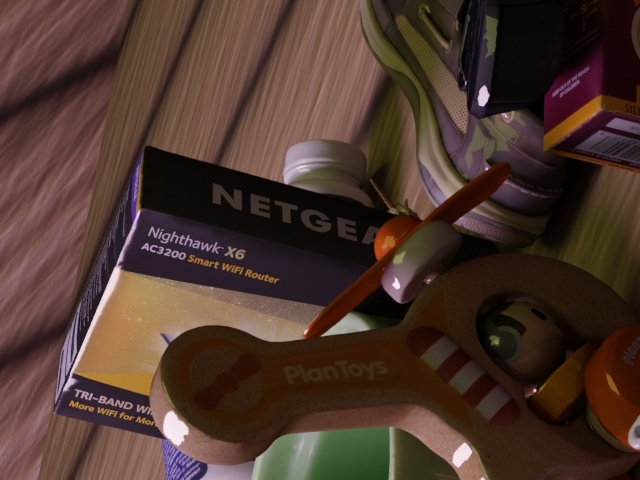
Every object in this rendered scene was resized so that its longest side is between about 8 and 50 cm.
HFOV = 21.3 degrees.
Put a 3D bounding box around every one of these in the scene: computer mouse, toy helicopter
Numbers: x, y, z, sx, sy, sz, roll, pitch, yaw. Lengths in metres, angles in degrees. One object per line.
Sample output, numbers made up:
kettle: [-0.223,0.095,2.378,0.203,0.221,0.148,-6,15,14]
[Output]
computer mouse: [0.133,-0.178,1.129,0.262,0.060,0.184,-78,-5,-79]
toy helicopter: [0.057,0.068,1.063,0.140,0.355,0.235,-58,44,46]

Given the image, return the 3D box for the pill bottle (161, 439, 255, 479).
pill bottle: [-0.072,0.235,1.641,0.265,0.153,0.153,-104,32,-53]

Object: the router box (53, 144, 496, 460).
router box: [-0.038,0.073,1.403,0.081,0.308,0.243,-93,23,-49]

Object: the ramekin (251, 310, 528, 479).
ramekin: [0.059,0.215,1.283,0.303,0.148,0.304,-168,90,-71]

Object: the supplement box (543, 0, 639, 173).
supplement box: [0.213,-0.146,1.132,0.081,0.104,0.188,141,137,-62]

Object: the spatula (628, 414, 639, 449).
spatula: [0.264,0.042,0.916,0.242,0.019,0.168,-58,32,10]

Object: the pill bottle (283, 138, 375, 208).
pill bottle: [0.000,0.000,1.648,0.108,0.108,0.180,137,141,-59]

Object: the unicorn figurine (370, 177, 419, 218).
unicorn figurine: [0.065,0.037,1.535,0.111,0.060,0.162,140,122,-60]

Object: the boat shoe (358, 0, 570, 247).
boat shoe: [0.133,-0.152,1.370,0.130,0.132,0.355,-52,38,33]
